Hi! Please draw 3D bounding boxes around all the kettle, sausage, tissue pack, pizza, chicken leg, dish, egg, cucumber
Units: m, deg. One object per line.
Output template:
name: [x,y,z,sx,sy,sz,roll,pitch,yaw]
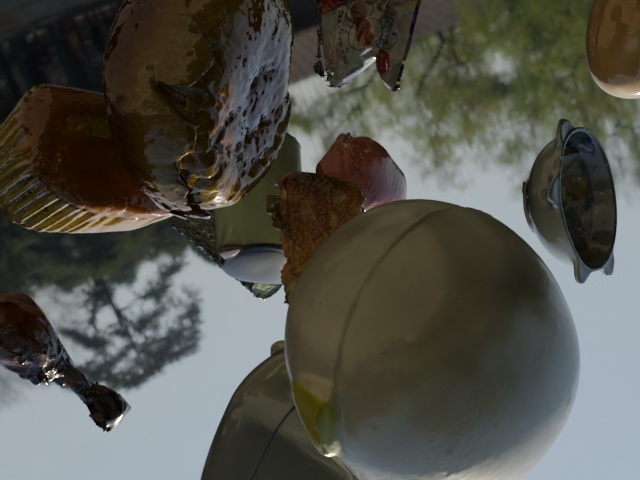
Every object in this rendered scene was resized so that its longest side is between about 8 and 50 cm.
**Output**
kettle: [-0.089,-0.050,2.063,0.240,0.255,0.165,22,140,-39]
sausage: [0.074,-0.098,2.038,0.148,0.148,0.254,-15,162,22]
tissue pack: [-0.036,0.301,1.533,0.236,0.333,0.229,35,-143,20]
pizza: [0.000,0.000,1.707,0.147,0.226,0.069,-7,162,-9]
chicken leg: [-0.372,0.169,1.607,0.093,0.304,0.113,-36,-143,12]
dish: [0.337,-0.052,1.624,0.086,0.236,0.228,-7,-175,35]
egg: [0.511,-0.332,1.769,0.244,0.201,0.201,-56,-169,7]
cucumber: [-0.211,-0.004,2.389,0.096,0.096,0.359,-27,-134,-28]

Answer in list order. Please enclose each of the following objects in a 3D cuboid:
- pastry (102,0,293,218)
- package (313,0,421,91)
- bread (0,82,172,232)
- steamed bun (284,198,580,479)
pastry: [-0.142,-0.205,1.478,0.164,0.355,0.356,12,-153,25]
package: [0.079,-0.388,1.937,0.194,0.269,0.071,2,-172,2]
bread: [-0.301,-0.116,1.585,0.288,0.204,0.156,5,157,-41]
steamed bun: [0.124,0.127,1.275,0.334,0.374,0.333,-20,-130,25]
